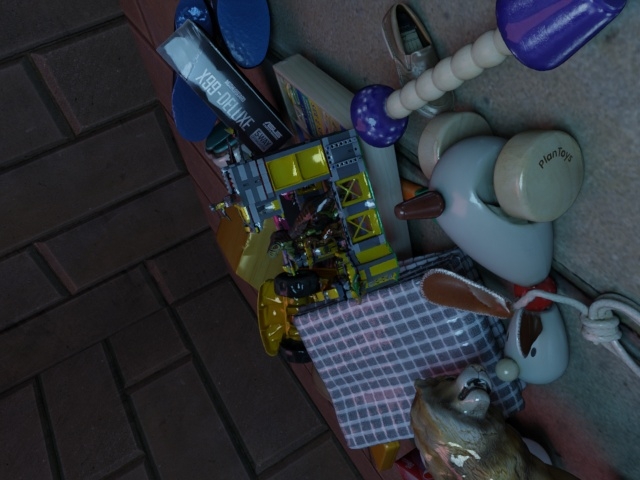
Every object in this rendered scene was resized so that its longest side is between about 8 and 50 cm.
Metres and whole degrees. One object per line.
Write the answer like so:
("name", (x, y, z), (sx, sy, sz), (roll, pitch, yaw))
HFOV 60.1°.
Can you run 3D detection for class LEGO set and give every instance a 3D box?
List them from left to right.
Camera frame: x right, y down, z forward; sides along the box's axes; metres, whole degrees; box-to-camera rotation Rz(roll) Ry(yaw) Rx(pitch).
("LEGO set", (-0.050, -0.029, 0.779), (0.331, 0.192, 0.255), (-139, 32, -66))

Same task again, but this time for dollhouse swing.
("dollhouse swing", (-0.095, -0.005, 1.505), (0.315, 0.304, 0.347), (-70, 22, 8))

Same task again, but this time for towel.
("towel", (0.115, 0.160, 0.788), (0.235, 0.283, 0.121), (62, -152, -8))

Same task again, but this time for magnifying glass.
("magnifying glass", (0.153, -0.054, 0.757), (0.231, 0.026, 0.092), (34, 148, 56))

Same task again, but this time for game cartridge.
("game cartridge", (0.125, 0.412, 1.451), (0.285, 0.052, 0.324), (87, 163, -57))

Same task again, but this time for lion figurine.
("lion figurine", (0.276, 0.300, 0.615), (0.392, 0.142, 0.240), (34, -170, -13))

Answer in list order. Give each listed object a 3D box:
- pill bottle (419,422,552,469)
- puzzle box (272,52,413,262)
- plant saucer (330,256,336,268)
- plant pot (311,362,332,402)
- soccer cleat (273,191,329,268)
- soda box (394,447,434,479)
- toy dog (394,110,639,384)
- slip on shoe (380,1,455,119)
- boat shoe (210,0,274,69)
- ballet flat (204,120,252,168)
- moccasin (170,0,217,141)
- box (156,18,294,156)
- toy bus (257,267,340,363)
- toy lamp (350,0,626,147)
("pill bottle", (0.260, 0.350, 0.890), (0.131, 0.131, 0.229), (61, 164, 2))
("puzzle box", (0.051, -0.076, 0.924), (0.272, 0.052, 0.409), (49, 164, 44))
("plant saucer", (0.000, 0.000, 1.328), (0.168, 0.029, 0.168), (55, 164, 24))
("plant pot", (0.104, 0.216, 1.043), (0.237, 0.237, 0.110), (39, 129, 55))
("soccer cleat", (-0.042, -0.042, 1.191), (0.143, 0.115, 0.332), (-82, -12, -71))
("soda box", (0.275, 0.581, 1.327), (0.092, 0.083, 0.263), (62, 164, 0))
("toy dog", (0.173, 0.031, 0.569), (0.334, 0.160, 0.220), (63, 165, -5))
("slip on shoe", (0.109, -0.196, 0.605), (0.041, 0.051, 0.135), (121, 127, -80))
("boat shoe", (-0.143, -0.429, 0.966), (0.089, 0.108, 0.259), (-155, 56, -77))
("ballet flat", (-0.200, -0.209, 1.339), (0.400, 0.139, 0.139), (-122, 10, -67))
("moccasin", (-0.290, -0.416, 1.351), (0.117, 0.137, 0.342), (-101, 20, -60))
("box", (-0.169, -0.280, 1.016), (0.242, 0.076, 0.307), (47, -173, -19))
("toy bus", (0.022, 0.112, 0.991), (0.211, 0.220, 0.150), (-47, -46, -72))
("toy lamp", (0.127, -0.157, 0.488), (0.274, 0.080, 0.080), (-13, 104, 59))
